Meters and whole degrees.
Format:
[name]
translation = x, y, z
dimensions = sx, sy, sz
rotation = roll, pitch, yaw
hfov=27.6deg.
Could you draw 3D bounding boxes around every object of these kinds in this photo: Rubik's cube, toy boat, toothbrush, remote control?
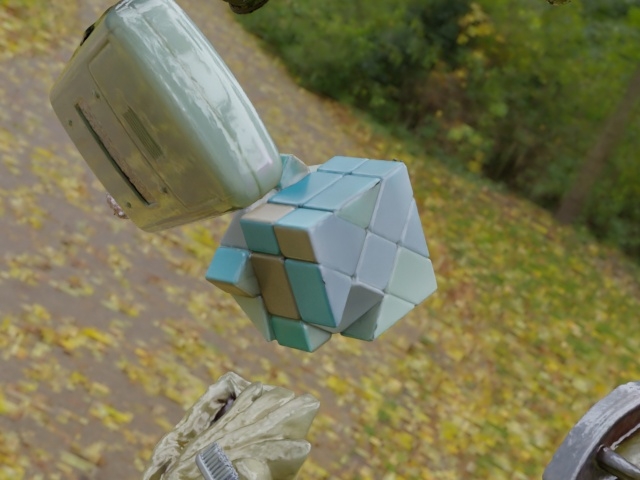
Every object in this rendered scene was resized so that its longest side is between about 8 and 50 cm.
[Rubik's cube]
translation = 0.000, 0.000, 1.580
dimensions = 0.213, 0.224, 0.265
rotation = 9, 32, 46
[toy boat]
translation = 0.460, 0.266, 1.663
dimensions = 0.293, 0.111, 0.276
rotation = 3, 30, 42
[toothbrush]
translation = -0.031, 0.329, 1.222
dimensions = 0.024, 0.029, 0.354
rotation = 27, 22, -52
[remote control]
translation = -0.108, -0.075, 0.837
dimensions = 0.140, 0.056, 0.296
rotation = 54, -17, -8

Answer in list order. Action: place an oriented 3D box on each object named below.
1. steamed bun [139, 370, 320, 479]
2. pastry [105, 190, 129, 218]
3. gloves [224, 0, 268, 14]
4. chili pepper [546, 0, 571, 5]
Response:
[steamed bun]
translation = -0.113, 0.290, 1.453
dimensions = 0.247, 0.189, 0.428
rotation = 5, 42, 28
[pastry]
translation = -0.215, -0.156, 1.728
dimensions = 0.102, 0.265, 0.112
rotation = 19, 4, 28
[gloves]
translation = -0.133, -0.356, 1.401
dimensions = 0.135, 0.107, 0.268
rotation = 24, -29, 45
[chili pepper]
translation = 0.198, -0.199, 0.698
dimensions = 0.073, 0.204, 0.072
rotation = 66, -5, -27
